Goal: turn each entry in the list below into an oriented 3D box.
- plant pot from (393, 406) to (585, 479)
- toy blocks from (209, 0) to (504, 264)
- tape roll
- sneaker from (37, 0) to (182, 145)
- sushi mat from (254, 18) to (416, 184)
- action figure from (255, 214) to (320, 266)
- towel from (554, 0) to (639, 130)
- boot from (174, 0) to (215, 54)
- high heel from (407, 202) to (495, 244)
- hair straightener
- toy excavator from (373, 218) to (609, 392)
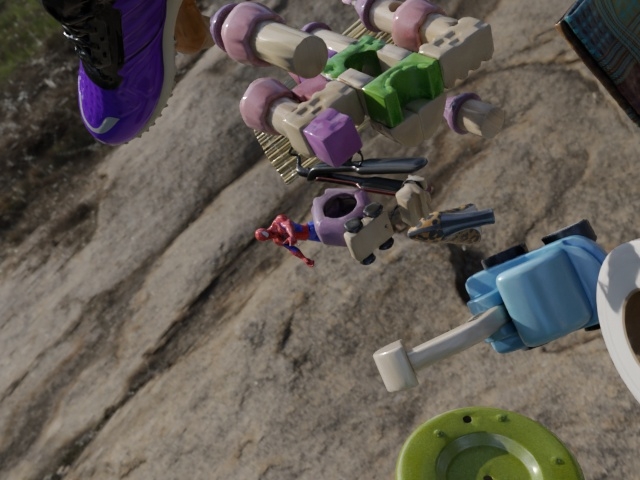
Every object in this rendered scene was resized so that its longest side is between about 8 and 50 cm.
[{"bbox_3d":[0.227,0.437,0.988,0.367,0.352,0.366,-4,35,3],"label":"plant pot"},{"bbox_3d":[0.031,-0.201,0.865,0.289,0.308,0.260,-38,43,-17],"label":"toy blocks"},{"bbox_3d":[0.475,0.096,0.846,0.169,0.246,0.246,-15,35,-10],"label":"tape roll"},{"bbox_3d":[-0.197,-0.207,0.634,0.146,0.102,0.293,-31,-25,-51],"label":"sneaker"},{"bbox_3d":[0.019,-0.234,1.161,0.317,0.151,0.019,-34,-9,29],"label":"sushi mat"},{"bbox_3d":[0.000,0.000,1.557,0.281,0.091,0.139,-2,39,-16],"label":"action figure"},{"bbox_3d":[0.460,-0.271,0.895,0.370,0.271,0.040,-49,9,-30],"label":"towel"},{"bbox_3d":[-0.306,-0.466,1.271,0.104,0.295,0.211,-34,3,19],"label":"boot"},{"bbox_3d":[0.277,-0.026,1.615,0.186,0.261,0.093,-12,83,-1],"label":"high heel"},{"bbox_3d":[0.045,-0.115,0.979,0.231,0.089,0.047,14,36,37],"label":"hair straightener"},{"bbox_3d":[0.362,0.143,1.409,0.433,0.222,0.445,-25,-6,28],"label":"toy excavator"}]
